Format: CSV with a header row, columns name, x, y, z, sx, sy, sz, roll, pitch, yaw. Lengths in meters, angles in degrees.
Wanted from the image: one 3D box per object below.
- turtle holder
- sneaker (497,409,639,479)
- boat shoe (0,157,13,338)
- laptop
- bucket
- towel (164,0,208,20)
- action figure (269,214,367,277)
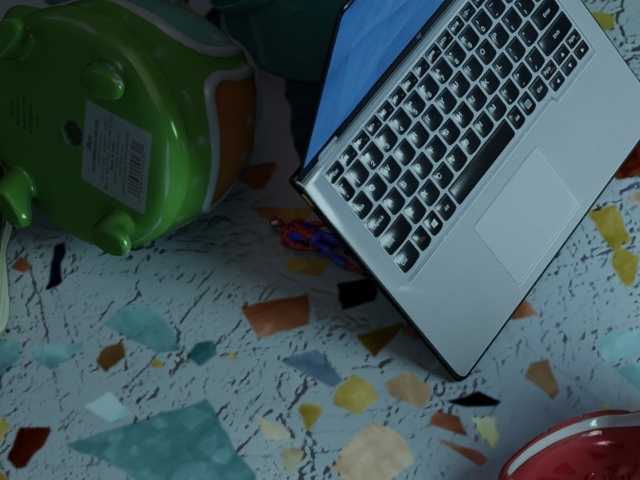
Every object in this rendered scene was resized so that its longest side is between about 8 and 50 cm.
name,x,y,z,sx,sy,sz,roll,pitch,yaw
turtle holder,-0.204,-0.124,1.933,0.320,0.243,0.227,-5,16,44
sneaker,0.272,0.215,1.700,0.221,0.087,0.128,-18,53,-6
boat shoe,-0.356,-0.024,1.934,0.102,0.092,0.285,-7,54,-2
laptop,0.175,-0.150,1.750,0.382,0.408,0.236,-50,23,-27
bucket,0.004,-0.311,2.056,0.281,0.183,0.281,-3,53,3
towel,-0.169,-0.228,2.119,0.083,0.009,0.060,-37,58,-20
action figure,0.000,0.000,1.923,0.115,0.030,0.038,21,63,22
